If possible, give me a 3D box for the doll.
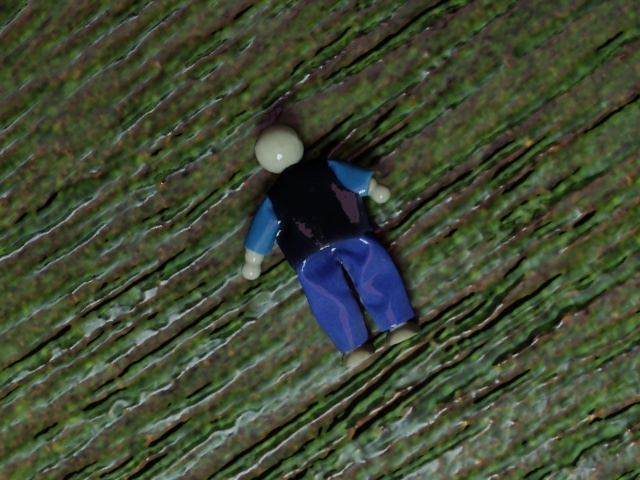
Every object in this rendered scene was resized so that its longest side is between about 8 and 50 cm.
[{"bbox_3d":[0.000,0.000,1.263,0.129,0.046,0.189,-26,89,7],"label":"doll"}]
